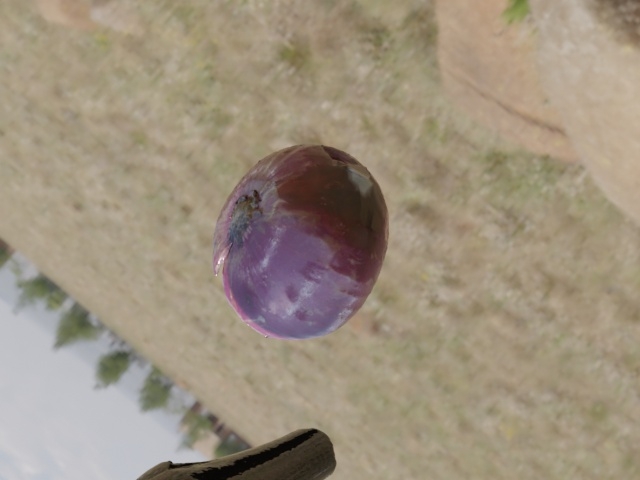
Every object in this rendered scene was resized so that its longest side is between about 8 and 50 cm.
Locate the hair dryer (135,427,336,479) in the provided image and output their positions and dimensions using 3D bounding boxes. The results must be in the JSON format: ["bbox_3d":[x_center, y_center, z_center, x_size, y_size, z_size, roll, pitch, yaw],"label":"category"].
[{"bbox_3d":[-0.029,0.341,1.088,0.303,0.120,0.359,-14,-116,-51],"label":"hair dryer"}]

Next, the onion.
[{"bbox_3d":[-0.011,-0.006,1.297,0.200,0.207,0.201,15,132,17],"label":"onion"}]
